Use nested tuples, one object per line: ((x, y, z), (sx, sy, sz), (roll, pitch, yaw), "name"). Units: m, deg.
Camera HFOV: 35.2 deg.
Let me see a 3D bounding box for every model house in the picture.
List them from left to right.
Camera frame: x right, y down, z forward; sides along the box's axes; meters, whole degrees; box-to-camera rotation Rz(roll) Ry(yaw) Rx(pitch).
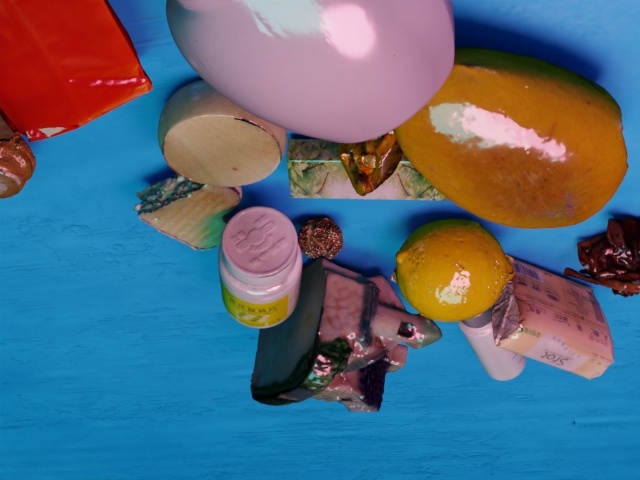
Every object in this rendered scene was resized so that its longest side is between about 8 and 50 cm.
((0.055, 0.195, 1.875), (0.284, 0.243, 0.298), (13, 159, -23), "model house")

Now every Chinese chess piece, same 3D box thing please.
((-0.143, -0.156, 1.478), (0.188, 0.083, 0.188), (0, 147, 0), "Chinese chess piece")

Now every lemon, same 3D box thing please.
((0.221, 0.049, 1.677), (0.206, 0.173, 0.173), (-4, 148, -3), "lemon")

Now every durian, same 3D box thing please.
((0.000, 0.000, 1.715), (0.080, 0.080, 0.091), (0, 151, 6), "durian")

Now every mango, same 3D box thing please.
((0.250, -0.137, 1.346), (0.365, 0.182, 0.253), (21, 140, -34), "mango")

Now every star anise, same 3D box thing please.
((0.540, 0.037, 1.669), (0.190, 0.126, 0.220), (9, 145, -15), "star anise")

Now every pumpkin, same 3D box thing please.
((0.065, -0.160, 1.408), (0.107, 0.119, 0.183), (-28, 131, -8), "pumpkin")

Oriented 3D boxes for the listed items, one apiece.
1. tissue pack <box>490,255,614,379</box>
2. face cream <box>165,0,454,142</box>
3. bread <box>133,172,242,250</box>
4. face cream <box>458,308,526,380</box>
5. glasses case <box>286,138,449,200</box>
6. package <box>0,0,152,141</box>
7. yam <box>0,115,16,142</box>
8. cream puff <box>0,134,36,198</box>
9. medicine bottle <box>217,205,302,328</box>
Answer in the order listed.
((0.403, 0.135, 1.782), (0.222, 0.186, 0.090), (20, 132, -23), "tissue pack")
((-0.027, -0.272, 1.141), (0.312, 0.219, 0.357), (-17, 141, 31), "face cream")
((-0.219, -0.055, 1.650), (0.172, 0.064, 0.232), (-2, 151, -12), "bread")
((0.318, 0.168, 1.932), (0.092, 0.092, 0.311), (-9, 146, 21), "face cream")
((0.088, -0.112, 1.536), (0.272, 0.062, 0.095), (1, 142, 3), "glasses case")
((-0.357, -0.283, 1.205), (0.196, 0.123, 0.423), (-28, 145, -5), "package")
((-0.448, -0.206, 1.429), (0.084, 0.084, 0.127), (18, 142, -21), "yam")
((-0.508, -0.125, 1.544), (0.144, 0.103, 0.126), (0, 153, 6), "cream puff")
((-0.101, 0.047, 1.704), (0.143, 0.143, 0.258), (5, 156, -1), "medicine bottle")
